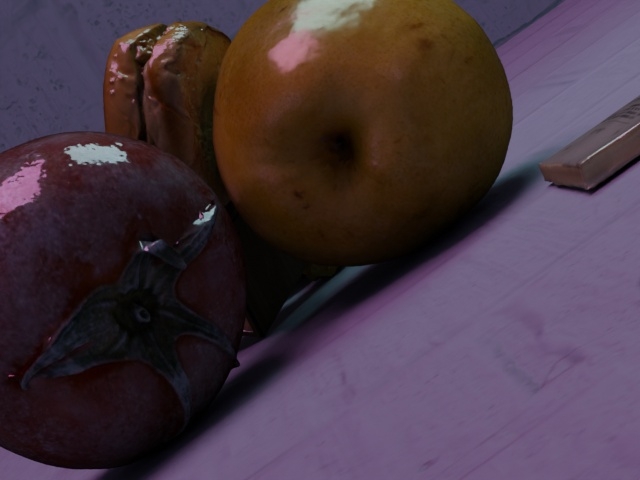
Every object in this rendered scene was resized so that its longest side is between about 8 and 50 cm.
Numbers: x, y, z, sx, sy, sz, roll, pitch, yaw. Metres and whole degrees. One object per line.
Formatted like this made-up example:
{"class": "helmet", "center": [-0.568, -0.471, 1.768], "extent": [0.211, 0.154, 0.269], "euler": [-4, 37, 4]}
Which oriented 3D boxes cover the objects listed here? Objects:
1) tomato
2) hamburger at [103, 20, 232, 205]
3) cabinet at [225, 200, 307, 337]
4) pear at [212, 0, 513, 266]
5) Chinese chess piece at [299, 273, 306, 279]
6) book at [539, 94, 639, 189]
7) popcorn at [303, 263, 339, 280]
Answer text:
{"class": "tomato", "center": [-0.221, 0.054, 1.656], "extent": [0.316, 0.317, 0.282], "euler": [-38, 23, -29]}
{"class": "hamburger", "center": [-0.146, -0.121, 1.826], "extent": [0.108, 0.214, 0.214], "euler": [2, 18, 17]}
{"class": "cabinet", "center": [-0.113, -0.027, 1.977], "extent": [0.174, 0.148, 0.215], "euler": [5, 47, 32]}
{"class": "pear", "center": [0.041, -0.120, 1.771], "extent": [0.314, 0.314, 0.314], "euler": [-35, 5, 3]}
{"class": "Chinese chess piece", "center": [-0.069, -0.066, 2.180], "extent": [0.251, 0.251, 0.097], "euler": [-36, -28, -11]}
{"class": "book", "center": [0.320, -0.137, 1.521], "extent": [0.289, 0.026, 0.201], "euler": [-35, 5, 0]}
{"class": "popcorn", "center": [0.000, 0.000, 2.056], "extent": [0.084, 0.084, 0.084], "euler": [-35, 5, 3]}
